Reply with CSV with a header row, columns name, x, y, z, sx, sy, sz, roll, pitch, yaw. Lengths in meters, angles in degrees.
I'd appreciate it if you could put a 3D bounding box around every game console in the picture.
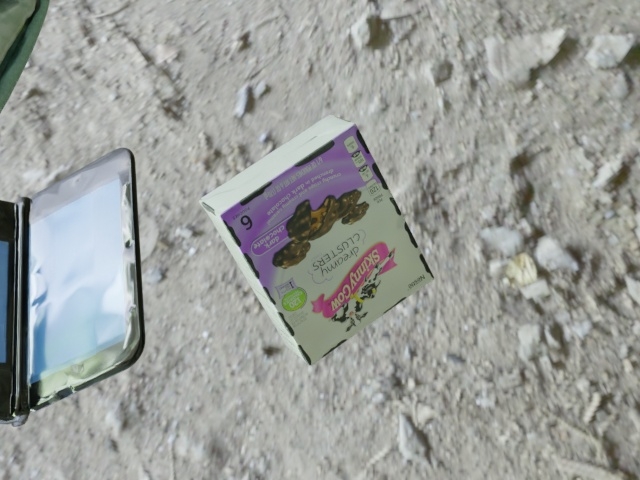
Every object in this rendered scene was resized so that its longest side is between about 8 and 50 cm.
name,x,y,z,sx,sy,sz,roll,pitch,yaw
game console,-0.339,0.029,1.223,0.250,0.293,0.173,11,138,-26

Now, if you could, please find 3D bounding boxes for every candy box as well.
name,x,y,z,sx,sy,sz,roll,pitch,yaw
candy box,0.000,0.000,1.159,0.164,0.070,0.196,-35,115,-12

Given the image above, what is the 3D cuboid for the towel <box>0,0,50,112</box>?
name,x,y,z,sx,sy,sz,roll,pitch,yaw
towel,-0.366,-0.063,0.714,0.320,0.090,0.375,13,68,28
